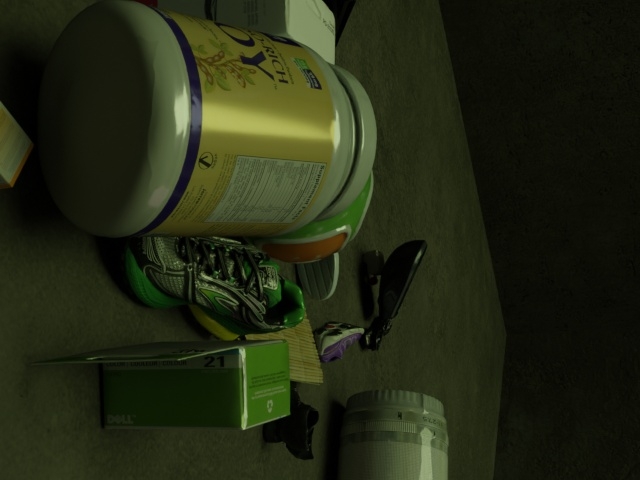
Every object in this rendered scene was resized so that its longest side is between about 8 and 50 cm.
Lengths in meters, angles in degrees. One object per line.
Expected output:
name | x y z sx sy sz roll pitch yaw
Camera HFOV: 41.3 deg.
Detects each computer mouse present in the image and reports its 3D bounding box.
computer mouse | 0.162 0.112 1.960 0.272 0.072 0.188 -67 169 14

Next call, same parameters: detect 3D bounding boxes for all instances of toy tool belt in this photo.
toy tool belt | 0.132 0.064 2.001 0.051 0.052 0.083 4 81 -61

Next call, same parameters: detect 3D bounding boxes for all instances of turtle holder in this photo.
turtle holder | -0.052 -0.106 1.349 0.320 0.243 0.227 50 -20 34

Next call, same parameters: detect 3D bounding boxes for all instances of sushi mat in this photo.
sushi mat | -0.070 0.162 1.424 0.316 0.019 0.151 31 41 -66

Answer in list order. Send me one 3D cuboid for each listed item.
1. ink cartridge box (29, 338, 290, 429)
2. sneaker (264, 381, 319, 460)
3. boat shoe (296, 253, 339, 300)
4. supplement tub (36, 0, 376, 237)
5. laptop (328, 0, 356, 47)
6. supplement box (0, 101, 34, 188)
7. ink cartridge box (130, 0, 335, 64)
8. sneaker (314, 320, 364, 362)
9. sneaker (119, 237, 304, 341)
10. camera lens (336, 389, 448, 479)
ink cartridge box | -0.170 0.166 0.950 0.255 0.189 0.097 5 81 -68
sneaker | -0.038 0.290 1.416 0.170 0.089 0.051 -72 149 -48
boat shoe | 0.000 0.000 1.609 0.076 0.083 0.226 2 82 -69
supplement tub | -0.118 -0.123 0.959 0.331 0.241 0.241 -1 85 -47
laptop | -0.058 -0.645 1.728 0.408 0.236 0.381 131 -42 -78
supplement box | -0.326 -0.103 0.814 0.098 0.036 0.062 64 29 -44
ink cartridge box | -0.117 -0.269 1.138 0.172 0.237 0.100 25 61 -67
sneaker | 0.031 0.204 1.697 0.170 0.068 0.071 -10 109 -62
sneaker | -0.136 0.033 1.122 0.343 0.146 0.134 37 49 -54
camera lens | 0.141 0.455 1.674 0.219 0.219 0.274 52 37 -56
